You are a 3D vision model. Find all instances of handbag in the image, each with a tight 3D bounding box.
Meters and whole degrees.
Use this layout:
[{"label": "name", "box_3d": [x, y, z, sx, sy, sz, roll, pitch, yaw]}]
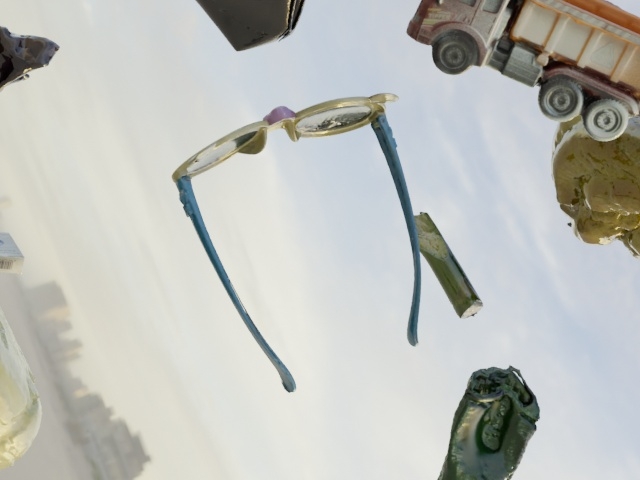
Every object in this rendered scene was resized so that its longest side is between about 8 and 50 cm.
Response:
[{"label": "handbag", "box_3d": [-0.130, -0.461, 1.470, 0.342, 0.152, 0.288, 47, -36, 6]}]

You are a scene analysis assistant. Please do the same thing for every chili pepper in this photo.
[{"label": "chili pepper", "box_3d": [0.179, 0.246, 1.218, 0.216, 0.108, 0.062, -66, -158, 2]}]

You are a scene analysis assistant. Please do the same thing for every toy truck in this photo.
[{"label": "toy truck", "box_3d": [0.224, -0.192, 0.972, 0.114, 0.270, 0.135, -62, 175, -64]}]

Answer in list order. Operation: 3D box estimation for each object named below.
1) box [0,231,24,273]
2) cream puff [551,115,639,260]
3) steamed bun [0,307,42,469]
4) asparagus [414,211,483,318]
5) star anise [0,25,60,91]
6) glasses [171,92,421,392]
[{"label": "box", "box_3d": [-0.383, 0.013, 1.216, 0.083, 0.054, 0.024, 38, -61, 54]}, {"label": "cream puff", "box_3d": [0.484, -0.074, 1.477, 0.291, 0.324, 0.257, -72, 174, -54]}, {"label": "steamed bun", "box_3d": [-0.392, 0.105, 1.003, 0.232, 0.166, 0.273, 50, -17, 51]}, {"label": "asparagus", "box_3d": [0.170, 0.029, 1.447, 0.041, 0.045, 0.178, -53, -126, 39]}, {"label": "star anise", "box_3d": [-0.303, -0.092, 0.655, 0.103, 0.272, 0.272, 64, -16, -9]}, {"label": "glasses", "box_3d": [-0.013, -0.002, 0.842, 0.088, 0.189, 0.221, 19, -55, 61]}]
